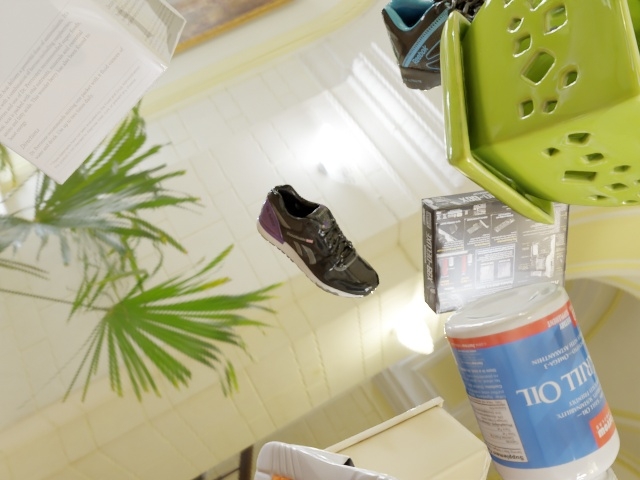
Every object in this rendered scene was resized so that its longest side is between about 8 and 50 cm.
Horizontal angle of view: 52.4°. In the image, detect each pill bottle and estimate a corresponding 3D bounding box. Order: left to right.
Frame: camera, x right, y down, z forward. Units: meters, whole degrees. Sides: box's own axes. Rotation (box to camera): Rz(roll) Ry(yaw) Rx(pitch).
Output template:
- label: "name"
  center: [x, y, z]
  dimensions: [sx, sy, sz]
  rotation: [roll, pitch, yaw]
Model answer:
- label: "pill bottle"
  center: [0.215, 0.163, 0.638]
  dimensions: [0.124, 0.124, 0.221]
  rotation: [172, -104, -78]

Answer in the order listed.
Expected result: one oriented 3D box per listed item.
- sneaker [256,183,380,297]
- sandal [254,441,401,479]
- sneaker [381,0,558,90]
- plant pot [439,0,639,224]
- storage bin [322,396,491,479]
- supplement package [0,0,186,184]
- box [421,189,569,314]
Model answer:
- label: "sneaker"
  center: [0.000, 0.000, 1.271]
  dimensions: [0.283, 0.107, 0.124]
  rotation: [35, -40, 8]
- label: "sandal"
  center: [0.023, 0.291, 0.723]
  dimensions: [0.265, 0.076, 0.102]
  rotation: [-5, -108, 47]
- label: "sneaker"
  center: [0.216, -0.286, 0.909]
  dimensions: [0.341, 0.125, 0.139]
  rotation: [13, -35, 49]
- label: "plant pot"
  center: [0.257, -0.154, 0.690]
  dimensions: [0.228, 0.207, 0.227]
  rotation: [24, 57, -41]
- label: "storage bin"
  center: [0.108, 0.413, 0.982]
  dimensions: [0.123, 0.262, 0.260]
  rotation: [34, -53, 44]
- label: "supplement package"
  center: [-0.304, -0.235, 0.629]
  dimensions: [0.293, 0.177, 0.175]
  rotation: [40, 22, -26]
- label: "box"
  center: [0.374, 0.013, 1.392]
  dimensions: [0.076, 0.307, 0.242]
  rotation: [-122, -155, -66]
